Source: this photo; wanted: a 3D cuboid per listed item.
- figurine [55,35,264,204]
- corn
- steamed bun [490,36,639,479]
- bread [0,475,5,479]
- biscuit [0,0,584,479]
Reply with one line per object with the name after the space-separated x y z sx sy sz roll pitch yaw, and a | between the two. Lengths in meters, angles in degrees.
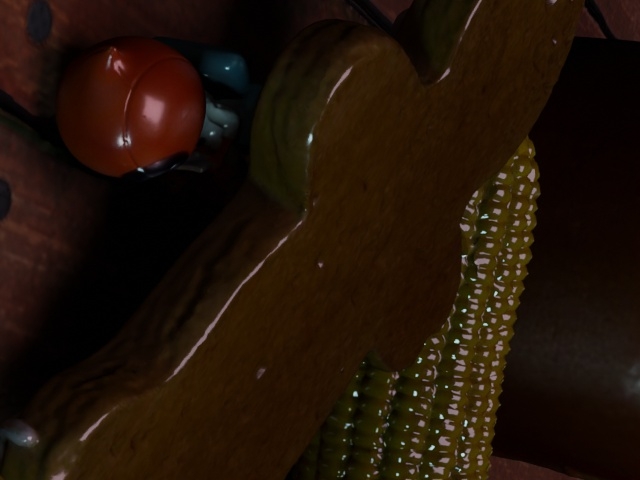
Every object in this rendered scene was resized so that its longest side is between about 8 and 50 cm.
-0.073 -0.061 0.910 0.140 0.068 0.075 19 85 -69 | figurine
0.051 0.087 1.171 0.131 0.131 0.344 6 93 -67 | corn
0.207 -0.017 1.360 0.379 0.235 0.248 -47 144 -56 | steamed bun
-0.229 -0.026 0.356 0.233 0.245 0.361 -53 148 -47 | bread
-0.001 -0.001 0.979 0.432 0.064 0.283 -54 154 -16 | biscuit
